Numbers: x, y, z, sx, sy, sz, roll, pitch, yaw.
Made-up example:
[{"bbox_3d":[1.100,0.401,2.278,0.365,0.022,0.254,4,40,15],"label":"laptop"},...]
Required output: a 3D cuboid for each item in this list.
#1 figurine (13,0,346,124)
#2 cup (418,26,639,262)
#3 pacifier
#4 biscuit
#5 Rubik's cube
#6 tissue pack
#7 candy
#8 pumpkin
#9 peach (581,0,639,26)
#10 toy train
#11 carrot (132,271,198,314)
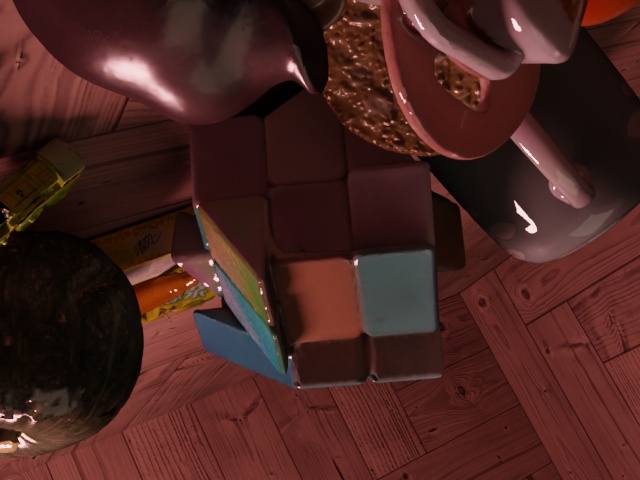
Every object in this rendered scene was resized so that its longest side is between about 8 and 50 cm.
[{"bbox_3d":[-0.013,-0.205,0.501,0.365,0.218,0.206,-23,-158,15],"label":"figurine"},{"bbox_3d":[0.263,-0.124,1.094,0.259,0.274,0.356,-40,-176,15],"label":"cup"},{"bbox_3d":[0.120,-0.232,0.736,0.220,0.332,0.273,16,175,-14],"label":"pacifier"},{"bbox_3d":[0.096,-0.190,0.919,0.220,0.220,0.033,-34,-170,24],"label":"biscuit"},{"bbox_3d":[0.000,0.000,1.122,0.358,0.368,0.387,-7,168,5],"label":"Rubik's cube"},{"bbox_3d":[-0.255,0.016,1.295,0.176,0.062,0.095,-22,167,-24],"label":"tissue pack"},{"bbox_3d":[-0.237,0.083,1.530,0.187,0.081,0.297,-17,163,-29],"label":"candy"},{"bbox_3d":[-0.366,0.128,1.095,0.292,0.257,0.327,-1,155,4],"label":"pumpkin"},{"bbox_3d":[0.259,-0.298,0.899,0.184,0.184,0.184,-26,166,-7],"label":"peach"},{"bbox_3d":[-0.337,-0.006,0.889,0.249,0.053,0.085,-50,-175,-36],"label":"toy train"},{"bbox_3d":[-0.288,0.090,1.394,0.336,0.069,0.069,-23,172,40],"label":"carrot"}]
